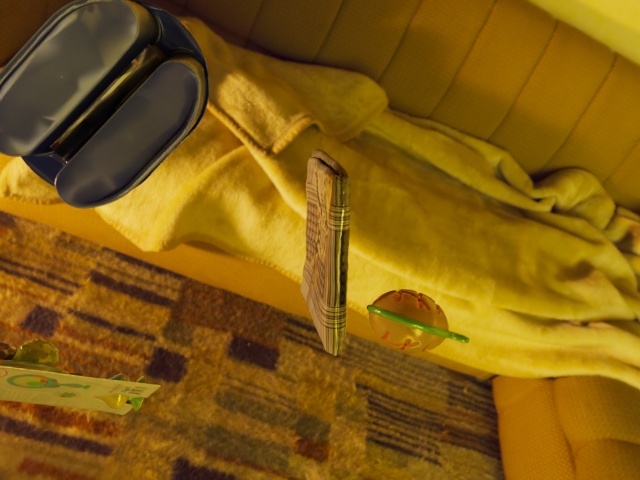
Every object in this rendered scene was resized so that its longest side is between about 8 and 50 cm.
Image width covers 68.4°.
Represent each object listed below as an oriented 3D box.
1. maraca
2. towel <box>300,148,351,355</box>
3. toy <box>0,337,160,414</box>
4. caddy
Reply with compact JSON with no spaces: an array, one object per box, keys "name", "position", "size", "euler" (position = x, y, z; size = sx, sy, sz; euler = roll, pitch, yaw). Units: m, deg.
[{"name":"maraca","position":[0.159,0.136,0.771],"size":[0.186,0.099,0.127],"euler":[21,-2,-28]},{"name":"towel","position":[0.000,0.000,0.885],"size":[0.056,0.311,0.324],"euler":[-1,18,-8]},{"name":"toy","position":[-0.322,0.151,0.544],"size":[0.237,0.137,0.056],"euler":[23,47,-29]},{"name":"caddy","position":[-0.331,-0.212,0.729],"size":[0.241,0.341,0.179],"euler":[44,5,-22]}]
